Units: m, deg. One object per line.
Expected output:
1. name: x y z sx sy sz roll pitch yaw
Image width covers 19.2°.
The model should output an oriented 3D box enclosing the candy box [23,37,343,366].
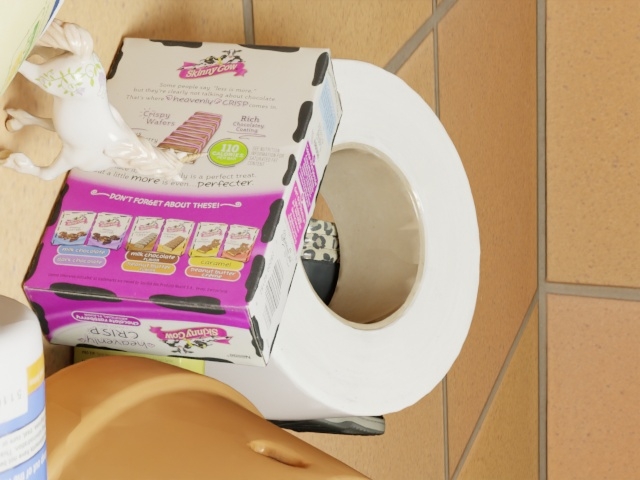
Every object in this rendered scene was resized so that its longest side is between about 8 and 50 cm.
1. candy box: -0.088 -0.032 1.300 0.071 0.159 0.233 76 25 -50

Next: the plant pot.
1. plant pot: -0.072 0.228 1.177 0.291 0.203 0.290 -10 104 -49

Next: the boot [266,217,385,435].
1. boot: 0.007 0.080 1.661 0.236 0.085 0.178 27 65 -71

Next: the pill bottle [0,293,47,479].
1. pill bottle: -0.211 0.168 0.944 0.152 0.152 0.272 -35 127 -69

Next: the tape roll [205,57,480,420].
1. tape roll: 0.000 0.000 1.499 0.286 0.100 0.286 8 78 -44

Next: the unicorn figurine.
1. unicorn figurine: -0.149 -0.076 1.166 0.162 0.111 0.060 68 30 -56

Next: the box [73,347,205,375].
1. box: -0.129 0.154 1.334 0.058 0.087 0.232 -13 105 -73

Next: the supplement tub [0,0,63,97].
1. supplement tub: -0.219 -0.065 0.575 0.316 0.228 0.228 -71 158 -51
